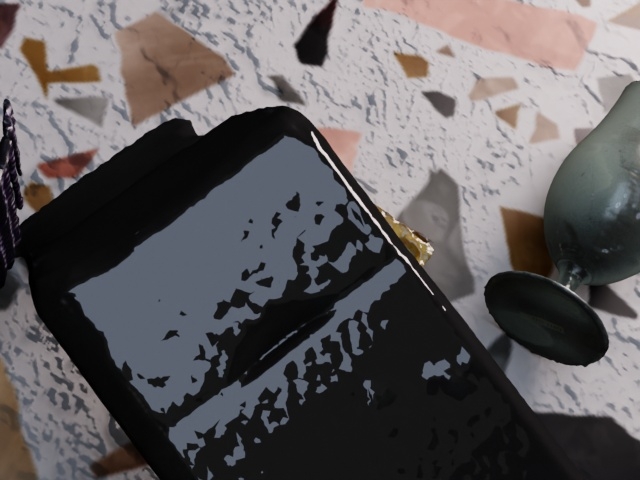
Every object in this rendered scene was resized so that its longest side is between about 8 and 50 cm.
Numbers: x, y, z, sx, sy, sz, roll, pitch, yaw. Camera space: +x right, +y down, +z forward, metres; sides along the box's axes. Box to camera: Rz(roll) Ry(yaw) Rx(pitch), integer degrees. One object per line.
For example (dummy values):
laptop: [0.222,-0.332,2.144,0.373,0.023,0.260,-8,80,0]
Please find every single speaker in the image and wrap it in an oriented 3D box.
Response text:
speaker: [-0.008,0.099,0.726,0.180,0.184,0.388,-37,92,-14]

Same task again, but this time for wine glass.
wine glass: [0.196,-0.019,0.862,0.093,0.093,0.202,37,62,3]

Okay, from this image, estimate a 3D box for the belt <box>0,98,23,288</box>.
belt: [-0.324,-0.052,0.688,0.325,0.122,0.260,39,66,16]

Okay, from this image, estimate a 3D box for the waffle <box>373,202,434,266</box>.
waffle: [0.000,0.000,0.835,0.135,0.021,0.092,33,62,0]
